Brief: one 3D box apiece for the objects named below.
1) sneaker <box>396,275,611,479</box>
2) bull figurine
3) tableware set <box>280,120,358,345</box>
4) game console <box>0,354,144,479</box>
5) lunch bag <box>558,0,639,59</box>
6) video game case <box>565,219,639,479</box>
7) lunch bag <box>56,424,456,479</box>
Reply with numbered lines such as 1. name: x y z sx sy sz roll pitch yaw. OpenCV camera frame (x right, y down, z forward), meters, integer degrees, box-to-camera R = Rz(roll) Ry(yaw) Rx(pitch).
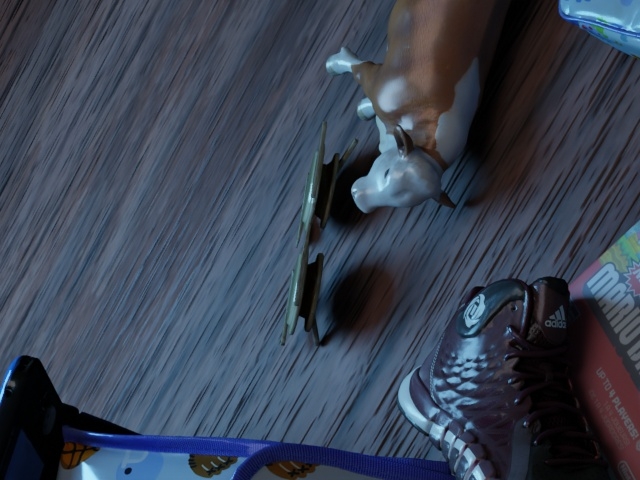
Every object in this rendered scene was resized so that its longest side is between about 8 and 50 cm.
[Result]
1. sneaker: 0.164 0.114 1.181 0.281 0.106 0.162 40 110 54
2. bull figurine: 0.094 -0.172 1.431 0.188 0.101 0.310 26 94 53
3. tableware set: 0.000 0.000 1.491 0.128 0.039 0.194 109 170 -67
4. game console: -0.221 0.286 1.410 0.250 0.173 0.293 91 -168 -67
5. lunch bag: 0.301 -0.219 1.226 0.219 0.090 0.176 33 96 49
6. video game case: 0.293 0.050 1.164 0.285 0.025 0.204 -46 44 25
7. lunch bag: -0.055 0.330 1.287 0.385 0.239 0.328 2 74 34
